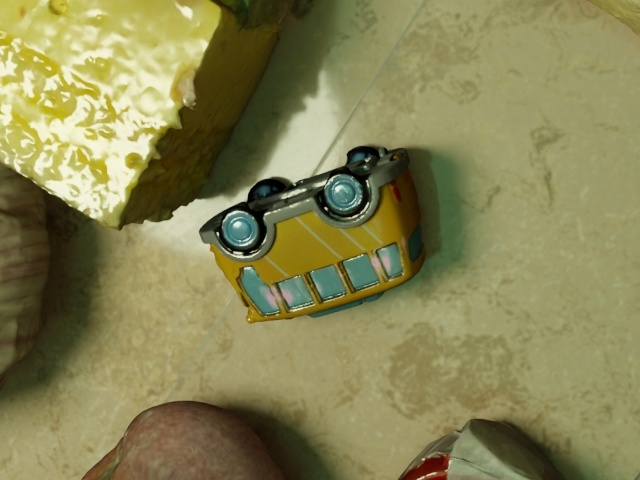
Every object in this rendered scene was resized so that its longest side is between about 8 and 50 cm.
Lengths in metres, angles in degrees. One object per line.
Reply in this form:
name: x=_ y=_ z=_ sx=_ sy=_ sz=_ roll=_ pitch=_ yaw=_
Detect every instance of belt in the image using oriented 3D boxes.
belt: x=0.151 y=0.335 z=1.143 sx=0.227 sy=0.115 sz=0.324 roll=11 pitch=102 yaw=10

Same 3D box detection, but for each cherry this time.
cherry: x=-0.127 y=0.285 z=1.166 sx=0.239 sy=0.206 sz=0.239 roll=-5 pitch=106 yaw=-17

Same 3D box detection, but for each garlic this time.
garlic: x=-0.418 y=0.038 z=1.169 sx=0.317 sy=0.259 sz=0.318 roll=3 pitch=103 yaw=13

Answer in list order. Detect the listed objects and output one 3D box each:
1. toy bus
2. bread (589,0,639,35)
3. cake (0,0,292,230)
toy bus: x=0.000 y=0.000 z=1.130 sx=0.209 sy=0.126 sz=0.136 roll=-18 pitch=102 yaw=16
bread: x=0.266 y=-0.356 z=0.888 sx=0.279 sy=0.390 sz=0.371 roll=39 pitch=107 yaw=14
cake: x=-0.175 y=-0.189 z=1.093 sx=0.227 sy=0.222 sz=0.286 roll=32 pitch=103 yaw=7
